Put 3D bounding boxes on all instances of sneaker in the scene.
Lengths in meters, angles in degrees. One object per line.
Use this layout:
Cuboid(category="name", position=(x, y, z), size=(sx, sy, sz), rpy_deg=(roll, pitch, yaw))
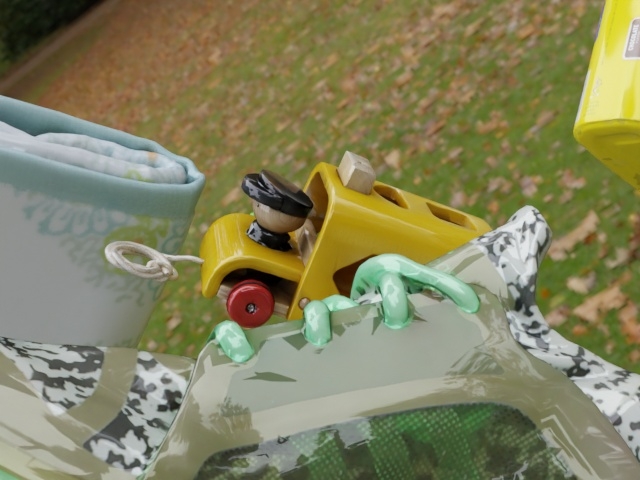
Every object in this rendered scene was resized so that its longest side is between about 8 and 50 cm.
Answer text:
Cuboid(category="sneaker", position=(0.023, 0.066, 0.439), size=(0.158, 0.410, 0.182), rpy_deg=(140, 148, -71))

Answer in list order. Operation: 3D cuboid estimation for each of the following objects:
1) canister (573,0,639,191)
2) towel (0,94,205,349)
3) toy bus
Cuboid(category="canister", position=(0.236, -0.125, 0.771), size=(0.073, 0.126, 0.170), rpy_deg=(-4, 64, 48))
Cuboid(category="towel", position=(-0.310, 0.035, 0.857), size=(0.321, 0.374, 0.090), rpy_deg=(-62, 29, 25))
Cuboid(category="toy bus", position=(0.010, 0.002, 0.701), size=(0.202, 0.191, 0.104), rpy_deg=(-3, -59, -57))
